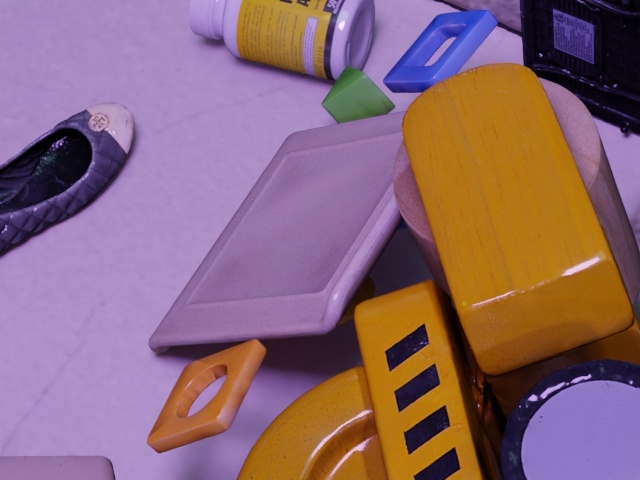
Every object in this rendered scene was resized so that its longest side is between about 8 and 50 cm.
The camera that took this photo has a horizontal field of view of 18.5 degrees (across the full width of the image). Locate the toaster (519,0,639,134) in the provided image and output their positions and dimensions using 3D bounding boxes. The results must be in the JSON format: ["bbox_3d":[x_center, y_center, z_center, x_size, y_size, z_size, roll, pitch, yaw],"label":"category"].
[{"bbox_3d":[0.213,-0.153,1.236,0.168,0.185,0.110,24,64,22],"label":"toaster"}]

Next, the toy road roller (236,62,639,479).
[{"bbox_3d":[0.070,0.094,1.039,0.241,0.202,0.329,-19,52,9],"label":"toy road roller"}]

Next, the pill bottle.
[{"bbox_3d":[-0.027,-0.150,1.332,0.116,0.065,0.065,14,57,16],"label":"pill bottle"}]

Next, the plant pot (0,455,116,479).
[{"bbox_3d":[-0.153,0.178,1.086,0.109,0.109,0.096,-1,41,5],"label":"plant pot"}]

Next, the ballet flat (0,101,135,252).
[{"bbox_3d":[-0.189,-0.037,1.275,0.173,0.049,0.057,-38,60,-21],"label":"ballet flat"}]

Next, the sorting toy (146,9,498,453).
[{"bbox_3d":[0.000,0.000,1.182,0.196,0.047,0.347,-12,38,52],"label":"sorting toy"}]
